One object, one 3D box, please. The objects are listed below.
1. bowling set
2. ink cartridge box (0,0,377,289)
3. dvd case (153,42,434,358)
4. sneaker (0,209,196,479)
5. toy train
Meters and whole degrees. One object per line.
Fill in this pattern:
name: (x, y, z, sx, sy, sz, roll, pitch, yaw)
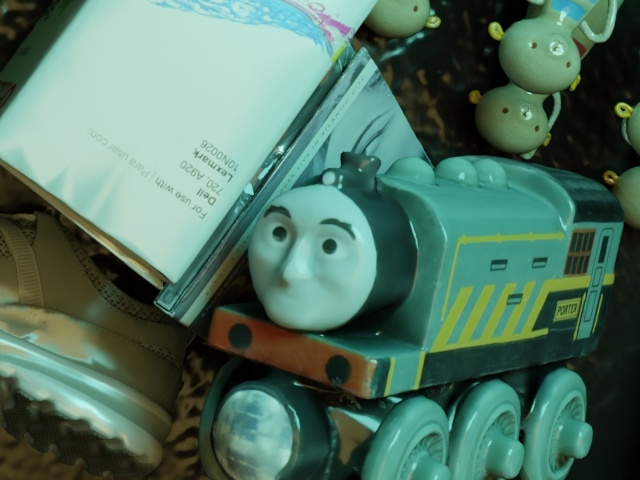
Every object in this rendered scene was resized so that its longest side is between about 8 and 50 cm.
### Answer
bowling set: (0.164, -0.115, 0.866, 0.287, 0.200, 0.154, 27, 89, -15)
ink cartridge box: (-0.061, -0.129, 0.783, 0.117, 0.201, 0.278, 37, 85, -17)
dvd case: (0.000, 0.000, 0.832, 0.018, 0.221, 0.164, 34, 85, 23)
sneaker: (-0.196, 0.022, 0.832, 0.281, 0.105, 0.115, 36, 56, -17)
toy train: (0.059, 0.046, 0.815, 0.334, 0.142, 0.190, -1, 103, -57)
